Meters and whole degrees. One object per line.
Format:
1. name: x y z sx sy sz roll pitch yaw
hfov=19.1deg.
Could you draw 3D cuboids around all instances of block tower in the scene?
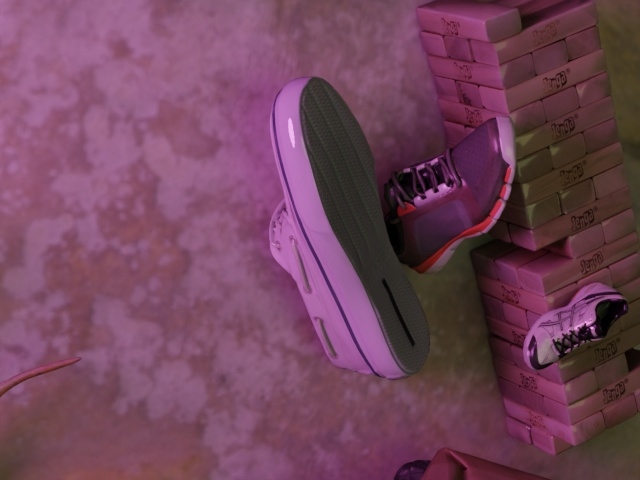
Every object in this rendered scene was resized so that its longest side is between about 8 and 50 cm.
1. block tower: 0.162 -0.016 1.351 0.097 0.091 0.335 -24 112 -24

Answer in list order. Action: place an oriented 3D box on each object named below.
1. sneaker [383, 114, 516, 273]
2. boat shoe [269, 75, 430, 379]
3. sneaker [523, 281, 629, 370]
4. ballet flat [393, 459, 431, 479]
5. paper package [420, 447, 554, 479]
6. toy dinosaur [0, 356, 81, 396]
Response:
1. sneaker: 0.078 -0.030 1.278 0.065 0.158 0.061 13 49 -20
2. boat shoe: 0.000 0.000 1.267 0.083 0.076 0.226 -47 124 -50
3. sneaker: 0.175 0.060 1.299 0.083 0.037 0.032 -41 119 -14
4. ballet flat: 0.085 0.242 1.384 0.057 0.049 0.173 -20 110 -23
5. paper package: 0.160 0.348 1.272 0.168 0.309 0.325 -41 145 -67
6. toy dinosaur: -0.242 0.153 1.182 0.112 0.064 0.211 10 105 -49
